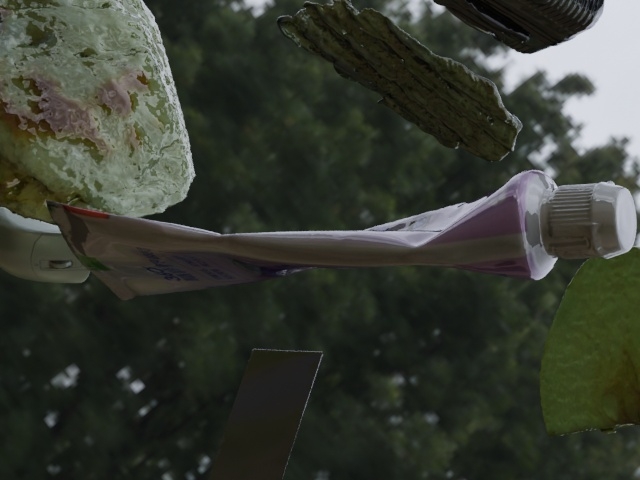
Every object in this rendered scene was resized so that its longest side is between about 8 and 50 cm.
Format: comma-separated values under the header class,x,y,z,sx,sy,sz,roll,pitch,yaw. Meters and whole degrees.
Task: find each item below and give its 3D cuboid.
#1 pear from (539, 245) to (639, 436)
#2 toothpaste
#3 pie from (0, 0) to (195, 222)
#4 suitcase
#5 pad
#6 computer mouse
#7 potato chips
class,x,y,z,sx,sy,sz,roll,pitch,yaw
pear,0.420,0.124,1.902,0.288,0.139,0.239,-18,-98,48
toothpaste,0.000,0.000,0.682,0.301,0.048,0.075,-4,-14,32
pie,-0.187,-0.122,1.065,0.090,0.201,0.248,-44,-123,49
suitcase,0.214,-0.365,1.532,0.202,0.312,0.128,26,-25,-27
pad,-0.060,0.189,1.337,0.004,0.190,0.127,25,-14,-29
computer mouse,-0.231,0.010,1.178,0.110,0.032,0.056,14,-49,17
potato chips,0.067,-0.130,1.120,0.207,0.028,0.092,35,-36,-6
